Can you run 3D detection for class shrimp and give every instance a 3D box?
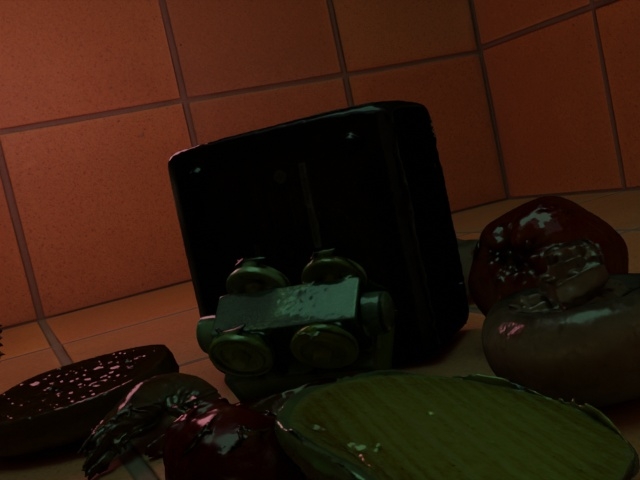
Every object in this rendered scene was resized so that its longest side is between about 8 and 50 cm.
[{"bbox_3d":[-0.217,0.244,1.039,0.133,0.053,0.236,28,28,17],"label":"shrimp"}]

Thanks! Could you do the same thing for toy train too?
[{"bbox_3d":[-0.025,0.126,1.055,0.271,0.188,0.159,-9,46,20],"label":"toy train"}]

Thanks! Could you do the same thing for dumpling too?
[{"bbox_3d":[0.231,0.077,1.560,0.247,0.142,0.172,-21,-27,-23],"label":"dumpling"}]

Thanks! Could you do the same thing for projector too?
[{"bbox_3d":[0.000,0.000,1.276,0.405,0.395,0.242,-9,5,25],"label":"projector"}]

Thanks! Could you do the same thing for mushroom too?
[{"bbox_3d":[0.289,0.090,0.873,0.226,0.178,0.226,-19,-1,0],"label":"mushroom"}]

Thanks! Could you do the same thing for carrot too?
[{"bbox_3d":[-0.093,0.228,1.060,0.142,0.035,0.035,-13,3,42],"label":"carrot"}]

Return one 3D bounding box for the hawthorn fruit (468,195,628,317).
[{"bbox_3d":[0.360,0.040,1.164,0.299,0.211,0.211,-4,-1,-41],"label":"hawthorn fruit"}]

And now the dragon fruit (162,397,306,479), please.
[{"bbox_3d":[-0.065,0.217,0.667,0.125,0.126,0.246,7,4,-19],"label":"dragon fruit"}]

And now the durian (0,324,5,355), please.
[{"bbox_3d":[-0.699,0.191,1.269,0.347,0.348,0.384,-8,11,34],"label":"durian"}]

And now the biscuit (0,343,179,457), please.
[{"bbox_3d":[-0.394,0.256,1.244,0.350,0.070,0.394,-15,5,3],"label":"biscuit"}]

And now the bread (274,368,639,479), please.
[{"bbox_3d":[0.112,0.169,0.670,0.301,0.045,0.301,2,9,0],"label":"bread"}]

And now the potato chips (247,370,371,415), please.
[{"bbox_3d":[-0.016,0.211,0.890,0.195,0.062,0.208,-16,6,-9],"label":"potato chips"}]
